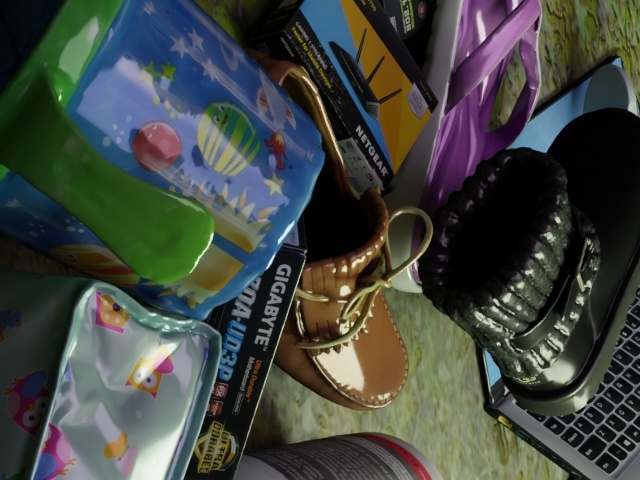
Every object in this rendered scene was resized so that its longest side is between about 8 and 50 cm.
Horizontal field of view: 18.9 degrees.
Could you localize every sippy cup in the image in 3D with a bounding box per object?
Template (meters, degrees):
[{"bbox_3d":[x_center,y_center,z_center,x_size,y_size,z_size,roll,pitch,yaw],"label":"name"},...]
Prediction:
[{"bbox_3d":[-0.129,-0.069,1.297,0.224,0.240,0.305,35,48,-21],"label":"sippy cup"}]

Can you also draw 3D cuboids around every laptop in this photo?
[{"bbox_3d":[0.356,0.058,2.080,0.382,0.408,0.236,-35,156,-47],"label":"laptop"}]

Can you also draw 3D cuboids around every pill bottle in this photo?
[{"bbox_3d":[-0.037,0.258,1.587,0.318,0.176,0.176,-1,95,-55],"label":"pill bottle"}]

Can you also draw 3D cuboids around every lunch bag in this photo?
[{"bbox_3d":[-0.210,0.155,1.284,0.160,0.223,0.262,23,77,-48],"label":"lunch bag"}]

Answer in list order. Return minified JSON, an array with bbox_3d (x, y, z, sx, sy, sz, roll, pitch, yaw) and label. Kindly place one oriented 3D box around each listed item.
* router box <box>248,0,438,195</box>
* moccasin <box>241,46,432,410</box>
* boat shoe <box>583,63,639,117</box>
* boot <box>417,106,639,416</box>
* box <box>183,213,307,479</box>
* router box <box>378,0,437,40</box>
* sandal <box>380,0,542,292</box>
[{"bbox_3d":[0.023,-0.148,1.689,0.179,0.046,0.133,56,43,-27],"label":"router box"},{"bbox_3d":[0.002,-0.002,1.629,0.139,0.147,0.380,-49,132,-39],"label":"moccasin"},{"bbox_3d":[0.342,-0.099,2.095,0.083,0.065,0.183,7,70,-44],"label":"boat shoe"},{"bbox_3d":[0.218,-0.030,1.815,0.260,0.131,0.348,50,48,-48],"label":"boot"},{"bbox_3d":[-0.067,0.053,1.476,0.175,0.051,0.220,-98,-157,-61],"label":"box"},{"bbox_3d":[0.065,-0.249,1.779,0.092,0.038,0.122,-37,124,-46],"label":"router box"},{"bbox_3d":[0.163,-0.144,1.844,0.169,0.102,0.416,18,88,-66],"label":"sandal"}]
